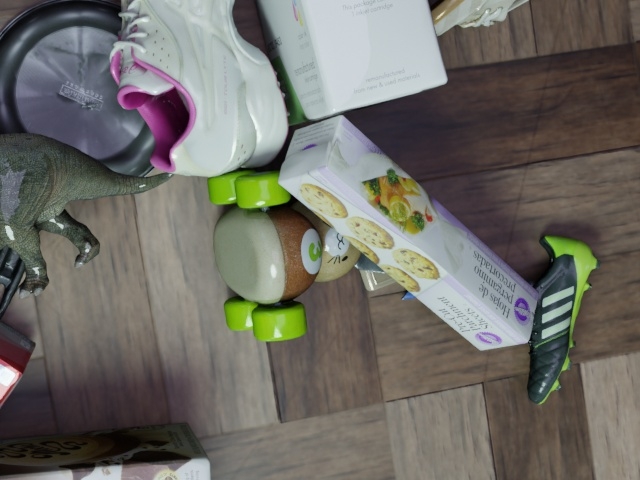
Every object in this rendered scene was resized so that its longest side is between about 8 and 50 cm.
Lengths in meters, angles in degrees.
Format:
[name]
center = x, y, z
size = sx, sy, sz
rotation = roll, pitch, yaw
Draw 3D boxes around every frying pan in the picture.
[frying pan]
center = -0.274, -0.094, 1.222
size = 0.197, 0.053, 0.326
rotation = 46, 80, -10

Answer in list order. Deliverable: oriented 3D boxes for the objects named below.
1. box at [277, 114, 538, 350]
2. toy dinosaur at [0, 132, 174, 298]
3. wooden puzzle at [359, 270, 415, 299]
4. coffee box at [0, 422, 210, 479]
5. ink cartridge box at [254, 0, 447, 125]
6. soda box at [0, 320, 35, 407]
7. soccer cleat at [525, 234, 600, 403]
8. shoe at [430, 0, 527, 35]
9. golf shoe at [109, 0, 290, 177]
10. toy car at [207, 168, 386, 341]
[box]
center = 0.093, 0.000, 1.228
size = 0.324, 0.067, 0.063
rotation = 40, 54, -34
[toy dinosaur]
center = -0.294, -0.030, 1.148
size = 0.314, 0.121, 0.160
rotation = -14, 112, 7
[wooden puzzle]
center = 0.071, 0.009, 1.318
size = 0.079, 0.014, 0.116
rotation = -13, 95, -7
[coffee box]
center = -0.257, 0.252, 1.179
size = 0.297, 0.168, 0.119
rotation = -4, 94, -13
[ink cartridge box]
center = -0.005, -0.295, 1.185
size = 0.119, 0.207, 0.353
rotation = -16, 95, -12
[soda box]
center = -0.399, 0.069, 1.171
size = 0.263, 0.092, 0.083
rotation = 35, 100, -12
[soccer cleat]
center = 0.237, 0.082, 1.339
size = 0.072, 0.060, 0.179
rotation = 17, 83, -3
[shoe]
center = 0.198, -0.261, 1.298
size = 0.219, 0.076, 0.058
rotation = -32, 94, -11
[golf shoe]
center = -0.142, -0.200, 1.181
size = 0.140, 0.115, 0.306
rotation = -23, 86, -35
[toy car]
center = 0.000, 0.000, 1.245
size = 0.188, 0.149, 0.155
rotation = -10, 98, -23
